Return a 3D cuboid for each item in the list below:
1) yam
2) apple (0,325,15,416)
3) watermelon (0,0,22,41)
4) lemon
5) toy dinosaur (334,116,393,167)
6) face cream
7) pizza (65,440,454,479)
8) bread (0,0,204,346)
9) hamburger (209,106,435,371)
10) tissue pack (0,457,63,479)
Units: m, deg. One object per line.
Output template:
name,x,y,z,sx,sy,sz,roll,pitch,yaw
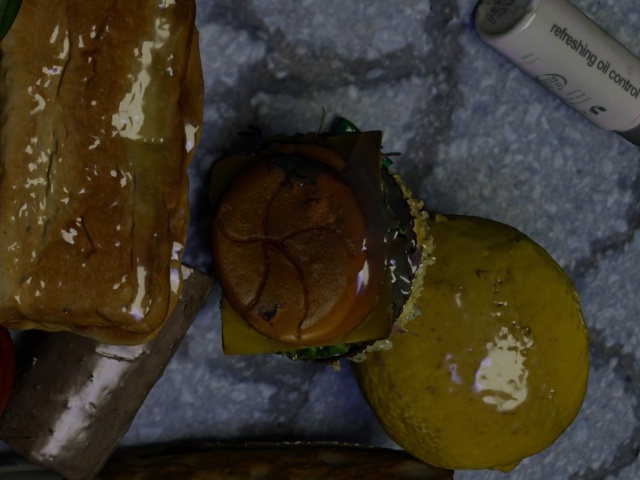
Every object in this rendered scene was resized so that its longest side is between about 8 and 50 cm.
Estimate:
yam,-0.212,0.105,1.837,0.128,0.129,0.238,31,94,5
apple,-0.361,0.133,1.742,0.156,0.147,0.158,-17,121,-51
watermelon,-0.337,-0.236,1.576,0.188,0.188,0.214,-8,120,-31
lemon,0.153,0.102,2.005,0.253,0.253,0.310,-30,108,-21
toy dinosaur,0.016,-0.070,1.968,0.132,0.059,0.096,28,108,-34
face cream,0.296,-0.183,2.083,0.311,0.092,0.092,32,90,-39
pizza,-0.015,0.337,1.885,0.440,0.406,0.130,0,119,-25
bread,-0.206,-0.080,1.713,0.195,0.149,0.344,6,89,-4
hamburger,0.000,0.000,1.874,0.139,0.243,0.261,-7,93,-57
tissue pack,-0.369,0.338,1.740,0.356,0.266,0.194,-6,112,-32
